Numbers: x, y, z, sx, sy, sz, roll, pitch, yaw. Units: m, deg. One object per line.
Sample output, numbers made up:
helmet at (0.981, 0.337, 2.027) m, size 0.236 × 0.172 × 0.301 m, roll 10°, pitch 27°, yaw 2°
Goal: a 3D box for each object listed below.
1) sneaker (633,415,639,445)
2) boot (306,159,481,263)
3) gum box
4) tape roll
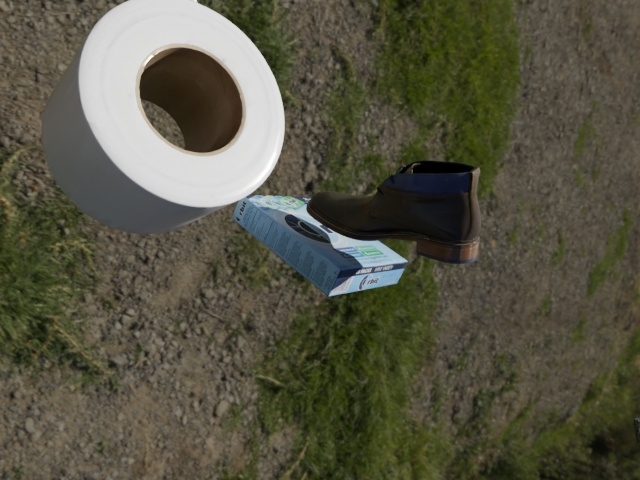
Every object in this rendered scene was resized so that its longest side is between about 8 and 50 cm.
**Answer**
sneaker at (0.512, 0.275, 0.821) m, size 0.073 × 0.162 × 0.064 m, roll -25°, pitch 110°, yaw -33°
boot at (0.084, -0.054, 0.701) m, size 0.082 × 0.219 × 0.106 m, roll -41°, pitch 140°, yaw -52°
gum box at (0.000, 0.000, 0.797) m, size 0.157 × 0.184 × 0.041 m, roll -4°, pitch 125°, yaw -52°
tape roll at (-0.188, -0.140, 0.725) m, size 0.246 × 0.169 × 0.246 m, roll 8°, pitch 76°, yaw -35°
